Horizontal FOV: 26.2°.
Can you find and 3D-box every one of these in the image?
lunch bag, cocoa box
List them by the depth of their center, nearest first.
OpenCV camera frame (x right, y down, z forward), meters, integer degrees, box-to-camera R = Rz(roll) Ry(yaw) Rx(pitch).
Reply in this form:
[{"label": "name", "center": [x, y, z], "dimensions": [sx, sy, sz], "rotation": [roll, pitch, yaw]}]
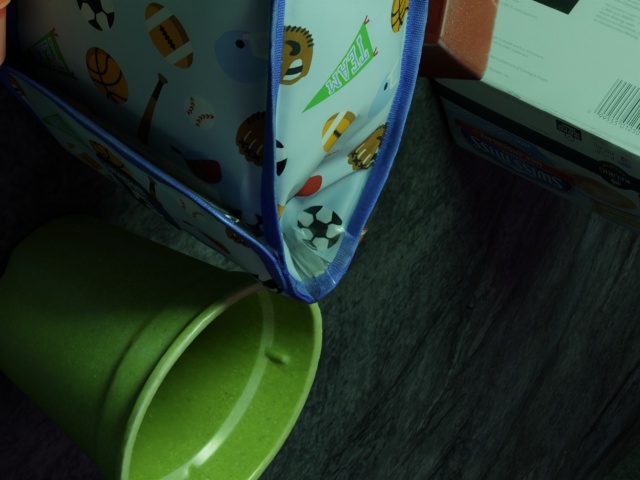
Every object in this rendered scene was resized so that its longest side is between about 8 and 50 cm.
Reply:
[{"label": "lunch bag", "center": [-0.100, -0.160, 1.150], "dimensions": [0.239, 0.328, 0.385], "rotation": [-34, 145, -38]}, {"label": "cocoa box", "center": [0.355, -0.201, 1.821], "dimensions": [0.231, 0.347, 0.228], "rotation": [-52, 151, -15]}]

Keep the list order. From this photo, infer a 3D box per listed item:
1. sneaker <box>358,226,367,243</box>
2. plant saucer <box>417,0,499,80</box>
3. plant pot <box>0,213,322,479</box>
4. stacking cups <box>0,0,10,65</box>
[{"label": "sneaker", "center": [0.000, 0.000, 1.732], "dimensions": [0.175, 0.064, 0.067], "rotation": [8, 118, -57]}, {"label": "plant saucer", "center": [0.112, -0.303, 1.445], "dimensions": [0.047, 0.258, 0.259], "rotation": [8, 95, -25]}, {"label": "plant pot", "center": [-0.182, 0.106, 1.333], "dimensions": [0.276, 0.254, 0.276], "rotation": [-40, 145, -35]}, {"label": "stacking cups", "center": [-0.274, -0.275, 1.037], "dimensions": [0.096, 0.096, 0.316], "rotation": [-32, 145, -42]}]
